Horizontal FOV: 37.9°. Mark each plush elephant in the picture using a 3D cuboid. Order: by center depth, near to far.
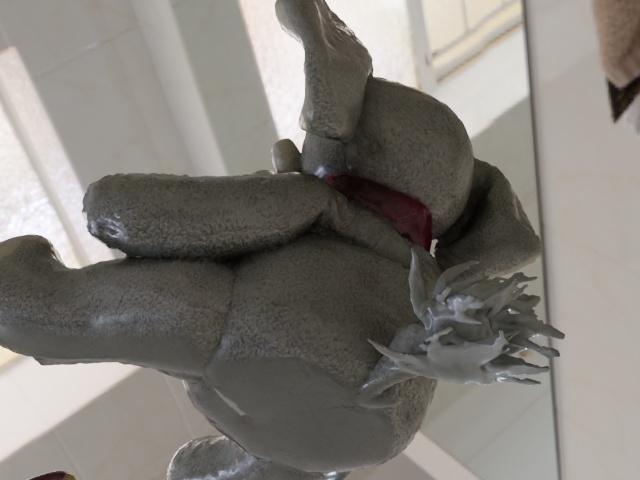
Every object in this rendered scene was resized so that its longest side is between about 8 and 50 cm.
[{"bbox_3d":[0.000,0.000,0.592,0.330,0.272,0.255,-19,-144,34],"label":"plush elephant"}]

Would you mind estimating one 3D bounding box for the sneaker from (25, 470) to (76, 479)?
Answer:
[{"bbox_3d":[-0.366,0.298,1.072,0.185,0.069,0.084,-31,-132,6],"label":"sneaker"}]
